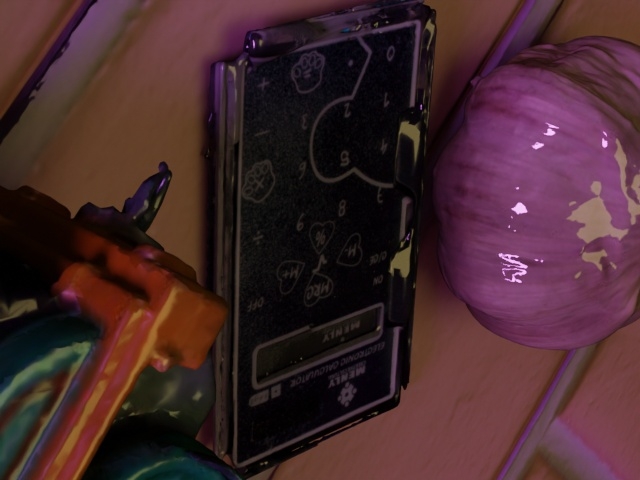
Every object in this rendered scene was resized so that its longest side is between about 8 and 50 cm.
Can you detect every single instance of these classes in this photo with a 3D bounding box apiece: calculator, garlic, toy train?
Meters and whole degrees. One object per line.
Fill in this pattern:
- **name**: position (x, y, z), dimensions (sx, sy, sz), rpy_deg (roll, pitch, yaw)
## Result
- **calculator**: position (0.000, 0.000, 0.812), dimensions (0.165, 0.028, 0.274), rpy_deg (-21, 123, -42)
- **garlic**: position (0.193, -0.020, 0.881), dimensions (0.218, 0.212, 0.219), rpy_deg (-28, 127, -46)
- **toy train**: position (-0.197, 0.134, 0.548), dimensions (0.249, 0.178, 0.429), rpy_deg (35, 81, -41)
